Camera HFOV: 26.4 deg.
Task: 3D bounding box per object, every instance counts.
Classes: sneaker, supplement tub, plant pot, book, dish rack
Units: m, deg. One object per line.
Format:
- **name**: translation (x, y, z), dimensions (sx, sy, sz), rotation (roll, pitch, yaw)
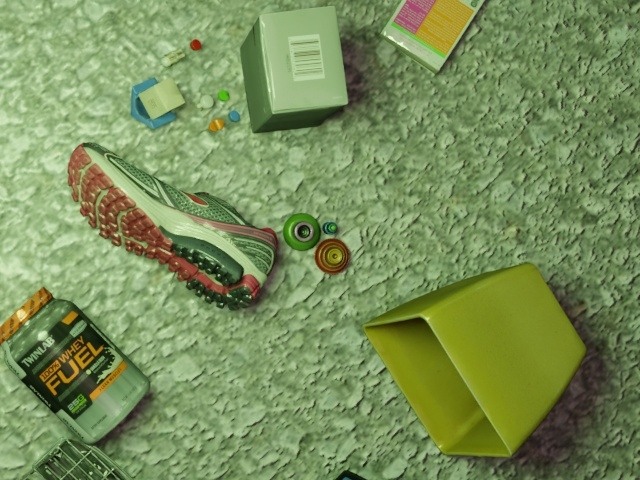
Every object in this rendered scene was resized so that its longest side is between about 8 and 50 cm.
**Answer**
- **sneaker**: translation (-0.196, -0.030, 1.773), dimensions (0.299, 0.121, 0.112), rotation (35, 55, -6)
- **supplement tub**: translation (-0.319, 0.157, 1.738), dimensions (0.117, 0.117, 0.190), rotation (-45, 96, -7)
- **plant pot**: translation (0.215, 0.142, 1.790), dimensions (0.187, 0.212, 0.212), rotation (-35, 95, -21)
- **book**: translation (0.158, -0.314, 1.863), dimensions (0.096, 0.035, 0.144), rotation (34, 84, -4)
- **dish rack**: translation (-0.341, 0.387, 1.736), dimensions (0.271, 0.074, 0.208), rotation (-44, 97, 2)

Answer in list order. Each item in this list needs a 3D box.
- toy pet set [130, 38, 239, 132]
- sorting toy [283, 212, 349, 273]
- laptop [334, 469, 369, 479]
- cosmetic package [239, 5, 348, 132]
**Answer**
- **toy pet set**: translation (-0.189, -0.186, 1.804), dimensions (0.114, 0.065, 0.122), rotation (-33, 99, -43)
- **sorting toy**: translation (0.000, 0.000, 1.828), dimensions (0.102, 0.042, 0.061), rotation (38, 84, -7)
- **laptop**: translation (0.063, 0.458, 1.786), dimensions (0.234, 0.136, 0.264), rotation (28, 85, -7)
- **cosmetic package**: translation (-0.037, -0.211, 1.728), dimensions (0.107, 0.238, 0.127), rotation (-8, 88, -12)
